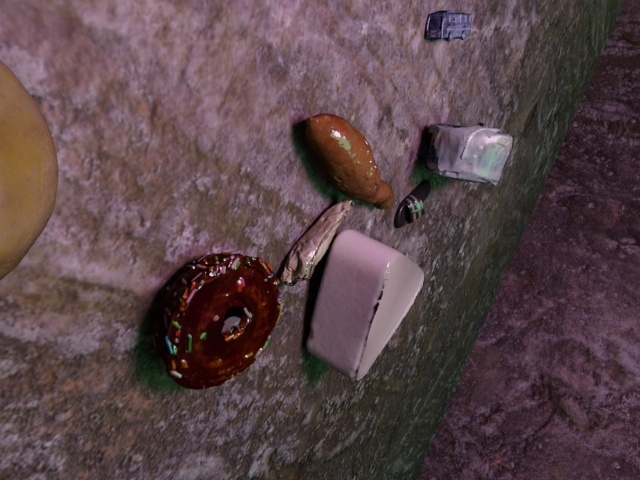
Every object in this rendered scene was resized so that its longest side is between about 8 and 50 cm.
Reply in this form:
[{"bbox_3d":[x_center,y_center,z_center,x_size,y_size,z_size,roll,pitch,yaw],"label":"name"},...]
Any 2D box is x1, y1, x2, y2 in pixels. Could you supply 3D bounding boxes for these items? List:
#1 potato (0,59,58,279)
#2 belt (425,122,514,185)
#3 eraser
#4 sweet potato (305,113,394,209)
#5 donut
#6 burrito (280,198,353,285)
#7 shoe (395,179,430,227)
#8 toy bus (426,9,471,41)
[{"bbox_3d":[-0.314,-0.061,0.364,0.178,0.160,0.236,-92,180,-80],"label":"potato"},{"bbox_3d":[0.384,-0.234,1.181,0.257,0.206,0.150,-34,136,-63],"label":"belt"},{"bbox_3d":[0.092,0.154,1.033,0.331,0.149,0.332,-43,146,-39],"label":"eraser"},{"bbox_3d":[0.076,-0.132,0.905,0.109,0.109,0.385,-63,147,-6],"label":"sweet potato"},{"bbox_3d":[-0.164,0.120,0.727,0.235,0.089,0.235,-30,131,-41],"label":"donut"},{"bbox_3d":[-0.002,0.000,0.907,0.230,0.063,0.058,-50,133,-27],"label":"burrito"},{"bbox_3d":[0.268,-0.100,1.235,0.179,0.049,0.071,-46,140,-29],"label":"shoe"},{"bbox_3d":[0.304,-0.504,1.061,0.165,0.047,0.065,-29,125,-45],"label":"toy bus"}]
